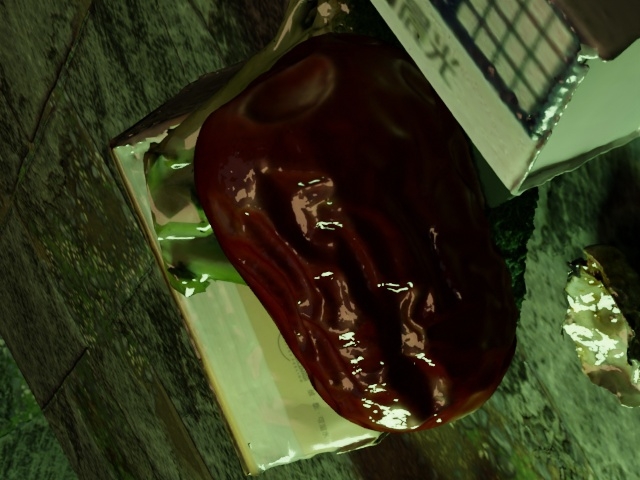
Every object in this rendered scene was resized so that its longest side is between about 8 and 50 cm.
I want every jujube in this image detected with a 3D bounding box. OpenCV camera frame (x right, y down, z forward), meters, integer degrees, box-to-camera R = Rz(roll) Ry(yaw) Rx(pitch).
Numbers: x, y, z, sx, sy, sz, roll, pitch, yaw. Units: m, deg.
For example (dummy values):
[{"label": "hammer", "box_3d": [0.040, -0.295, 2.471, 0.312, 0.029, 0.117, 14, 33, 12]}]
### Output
[{"label": "jujube", "box_3d": [0.024, -0.002, 1.035, 0.155, 0.155, 0.230, 6, 123, 64]}]

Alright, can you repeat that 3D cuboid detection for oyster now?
[{"label": "oyster", "box_3d": [0.208, 0.058, 1.243, 0.103, 0.051, 0.148, 41, 165, 38]}]

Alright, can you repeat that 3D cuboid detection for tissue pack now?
[{"label": "tissue pack", "box_3d": [0.000, 0.000, 1.490, 0.238, 0.238, 0.306, 4, 119, 65]}]

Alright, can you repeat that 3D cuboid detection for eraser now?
[{"label": "eraser", "box_3d": [0.056, -0.171, 0.827, 0.287, 0.086, 0.130, 57, 156, 17]}]

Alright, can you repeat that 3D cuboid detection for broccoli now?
[{"label": "broccoli", "box_3d": [0.022, -0.058, 1.248, 0.304, 0.283, 0.321, -77, -24, -75]}]

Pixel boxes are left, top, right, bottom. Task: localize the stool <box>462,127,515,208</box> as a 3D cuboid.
[{"label": "stool", "box_3d": [0.183, -0.135, 0.930, 0.243, 0.170, 0.270, 28, 139, 57]}]
